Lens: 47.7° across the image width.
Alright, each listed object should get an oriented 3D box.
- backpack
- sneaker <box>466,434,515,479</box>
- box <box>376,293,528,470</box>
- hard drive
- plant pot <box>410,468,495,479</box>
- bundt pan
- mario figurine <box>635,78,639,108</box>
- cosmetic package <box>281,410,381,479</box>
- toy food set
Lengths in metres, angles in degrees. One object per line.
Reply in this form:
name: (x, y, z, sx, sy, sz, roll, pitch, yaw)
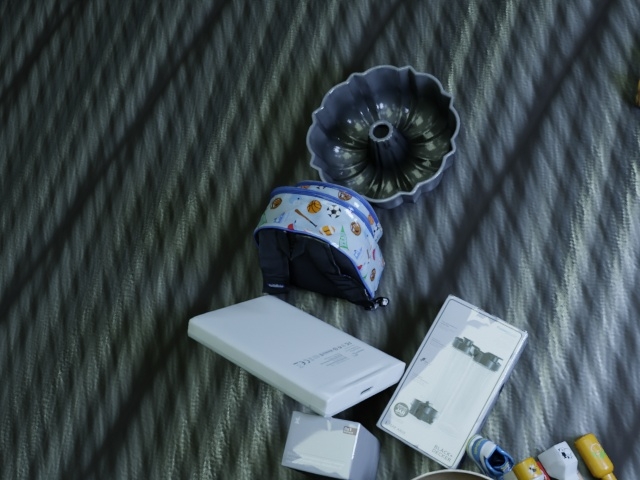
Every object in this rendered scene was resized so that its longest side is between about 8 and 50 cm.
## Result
backpack: (0.000, 0.000, 1.451, 0.277, 0.263, 0.213, 7, 68, 20)
sneaker: (0.318, 0.406, 1.276, 0.144, 0.059, 0.053, 48, 67, -16)
box: (0.253, 0.269, 1.367, 0.169, 0.087, 0.290, 25, 79, 24)
hard drive: (-0.049, 0.207, 1.379, 0.353, 0.233, 0.047, 23, 113, 35)
plant pot: (0.235, 0.538, 1.209, 0.284, 0.191, 0.284, -6, 67, 14)
bundt pan: (0.142, -0.208, 1.569, 0.331, 0.124, 0.330, -6, 67, 14)
mario figurine: (0.796, -0.257, 1.416, 0.320, 0.170, 0.198, 33, 117, 35)
cosmetic package: (0.026, 0.383, 1.306, 0.127, 0.238, 0.107, 6, 71, 19)
toy food set: (0.404, 0.411, 1.221, 0.111, 0.232, 0.104, -47, 58, 33)
